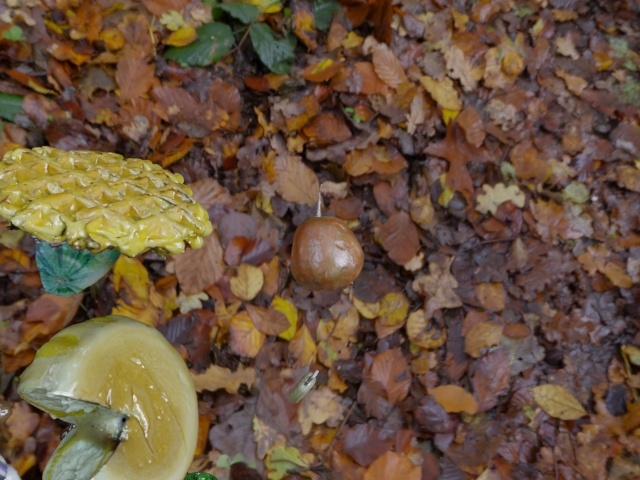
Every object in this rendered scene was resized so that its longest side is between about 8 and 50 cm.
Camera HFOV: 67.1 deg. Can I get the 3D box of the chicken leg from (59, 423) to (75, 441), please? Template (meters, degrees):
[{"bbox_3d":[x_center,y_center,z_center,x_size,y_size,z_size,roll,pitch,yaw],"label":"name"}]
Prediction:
[{"bbox_3d":[-0.486,0.394,1.189,0.083,0.177,0.322,53,42,4],"label":"chicken leg"}]

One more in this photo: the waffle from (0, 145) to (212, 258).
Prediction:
[{"bbox_3d":[-0.398,-0.080,0.895,0.381,0.095,0.379,5,26,-35],"label":"waffle"}]

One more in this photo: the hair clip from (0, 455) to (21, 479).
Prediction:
[{"bbox_3d":[-0.454,0.258,0.605,0.172,0.116,0.049,24,59,16],"label":"hair clip"}]

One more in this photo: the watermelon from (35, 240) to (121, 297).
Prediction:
[{"bbox_3d":[-0.522,0.001,1.027,0.128,0.146,0.231,9,64,30],"label":"watermelon"}]

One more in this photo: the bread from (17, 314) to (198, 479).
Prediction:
[{"bbox_3d":[-0.346,0.293,0.814,0.159,0.333,0.334,-18,66,25],"label":"bread"}]

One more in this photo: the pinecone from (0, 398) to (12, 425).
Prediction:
[{"bbox_3d":[-0.325,0.077,0.223,0.309,0.244,0.244,25,65,-25],"label":"pinecone"}]

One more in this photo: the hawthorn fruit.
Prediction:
[{"bbox_3d":[0.000,0.016,0.927,0.149,0.149,0.189,-24,67,-14],"label":"hawthorn fruit"}]

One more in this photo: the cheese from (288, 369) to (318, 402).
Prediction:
[{"bbox_3d":[-0.038,0.396,1.345,0.037,0.192,0.097,38,56,6],"label":"cheese"}]

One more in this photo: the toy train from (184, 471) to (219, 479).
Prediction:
[{"bbox_3d":[-0.246,0.580,0.975,0.201,0.266,0.145,13,87,23],"label":"toy train"}]
